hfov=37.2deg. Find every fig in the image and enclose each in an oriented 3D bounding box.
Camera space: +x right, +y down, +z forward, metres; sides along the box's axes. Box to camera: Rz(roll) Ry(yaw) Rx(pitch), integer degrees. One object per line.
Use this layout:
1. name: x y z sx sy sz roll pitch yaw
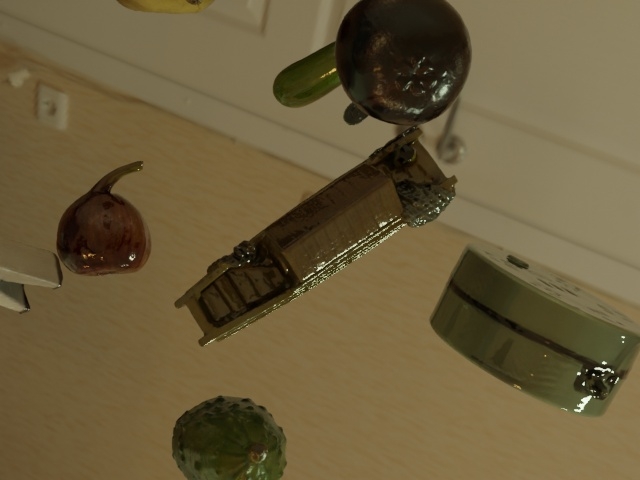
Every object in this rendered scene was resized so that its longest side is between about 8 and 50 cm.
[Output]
1. fig: -0.406 -0.037 1.770 0.175 0.175 0.207 -8 93 -67

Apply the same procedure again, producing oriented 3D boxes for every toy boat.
1. toy boat: 0.000 0.000 1.348 0.445 0.136 0.162 -34 176 -10

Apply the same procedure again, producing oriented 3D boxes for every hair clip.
1. hair clip: -0.545 0.033 1.480 0.331 0.101 0.085 32 41 -61

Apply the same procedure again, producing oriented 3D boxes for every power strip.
1. power strip: 0.369 0.147 1.585 0.161 0.357 0.357 -64 160 10

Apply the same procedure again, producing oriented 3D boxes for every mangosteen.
1. mangosteen: 0.087 -0.200 1.020 0.152 0.152 0.152 -51 155 -35

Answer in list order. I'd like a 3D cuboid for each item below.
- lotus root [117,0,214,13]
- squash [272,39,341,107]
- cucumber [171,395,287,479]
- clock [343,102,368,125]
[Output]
1. lotus root: -0.198 -0.350 1.182 0.146 0.303 0.131 -3 105 -24
2. squash: 0.014 -0.253 1.396 0.066 0.201 0.066 40 37 -40
3. cucumber: -0.095 0.246 1.107 0.134 0.134 0.244 -60 -172 -16
4. clock: 0.083 -0.287 2.110 0.074 0.010 0.083 -41 151 12
